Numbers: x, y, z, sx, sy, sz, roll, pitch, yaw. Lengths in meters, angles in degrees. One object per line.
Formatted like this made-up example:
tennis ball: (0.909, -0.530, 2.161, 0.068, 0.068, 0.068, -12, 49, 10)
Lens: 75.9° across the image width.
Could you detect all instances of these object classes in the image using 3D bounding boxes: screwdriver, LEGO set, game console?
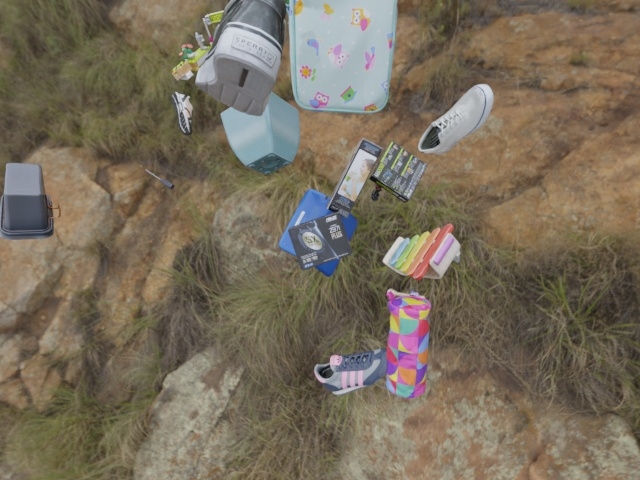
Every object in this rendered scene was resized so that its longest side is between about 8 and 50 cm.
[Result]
screwdriver: (-0.617, -0.237, 1.573, 0.169, 0.025, 0.024, 30, 84, 29)
LEGO set: (-0.331, -0.590, 1.216, 0.286, 0.107, 0.132, -30, 51, -14)
game console: (-0.003, -0.030, 1.782, 0.250, 0.173, 0.293, 26, 79, 7)

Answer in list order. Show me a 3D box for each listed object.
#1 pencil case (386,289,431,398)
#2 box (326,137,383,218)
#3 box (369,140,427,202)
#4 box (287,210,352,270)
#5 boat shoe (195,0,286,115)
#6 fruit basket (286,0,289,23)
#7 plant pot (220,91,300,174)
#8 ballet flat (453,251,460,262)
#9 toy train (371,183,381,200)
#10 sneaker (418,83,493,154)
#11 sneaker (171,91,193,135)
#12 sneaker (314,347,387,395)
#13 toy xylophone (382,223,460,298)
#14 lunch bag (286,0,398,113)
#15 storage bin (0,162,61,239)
pencil case: (0.198, 0.236, 0.939, 0.104, 0.237, 0.104, -1, 14, 0)
box: (0.125, -0.235, 1.573, 0.087, 0.169, 0.290, 27, 98, -4)
box: (0.317, -0.279, 1.666, 0.184, 0.045, 0.191, 31, 71, -4)
box: (0.000, 0.000, 1.366, 0.179, 0.077, 0.148, -18, 96, 4)
boat shoe: (-0.110, -0.278, 0.631, 0.335, 0.121, 0.119, 22, 90, 66)
fruit basket: (0.004, -0.794, 1.050, 0.165, 0.353, 0.328, 18, 67, -12)
plant pot: (-0.230, -0.426, 1.711, 0.246, 0.247, 0.253, -20, 72, 28)
ballet flat: (0.447, 0.023, 1.389, 0.041, 0.041, 0.115, -32, 92, -7)
toy train: (0.241, -0.226, 1.701, 0.027, 0.036, 0.158, -5, 45, 38)
sneaker: (0.353, -0.306, 1.096, 0.091, 0.258, 0.094, -18, 72, -24)
sneaker: (-0.326, -0.308, 1.000, 0.040, 0.043, 0.109, -18, 86, 44)
sneaker: (0.106, 0.435, 1.407, 0.319, 0.131, 0.112, -39, 19, 33)
toy xylophone: (0.308, 0.072, 1.311, 0.081, 0.322, 0.236, 39, 69, -13)
lunch bag: (0.039, -0.410, 0.841, 0.223, 0.280, 0.108, 3, 26, 5)
storage bin: (-0.542, -0.078, 0.765, 0.098, 0.091, 0.135, -2, 41, -33)
